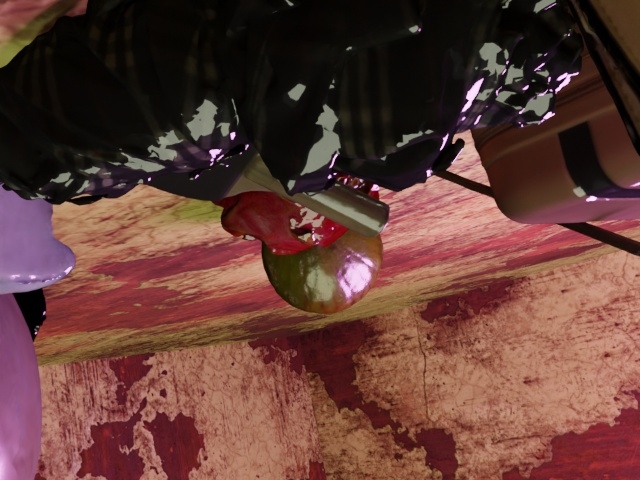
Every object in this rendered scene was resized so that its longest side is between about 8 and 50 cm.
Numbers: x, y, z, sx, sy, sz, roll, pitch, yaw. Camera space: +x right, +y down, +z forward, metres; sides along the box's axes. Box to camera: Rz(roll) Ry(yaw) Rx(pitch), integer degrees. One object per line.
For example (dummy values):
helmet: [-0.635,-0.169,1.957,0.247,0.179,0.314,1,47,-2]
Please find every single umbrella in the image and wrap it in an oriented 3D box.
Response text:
umbrella: [-0.049,-0.071,0.376,0.337,0.154,0.128,-21,-152,20]

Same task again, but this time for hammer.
hammer: [0.179,-0.039,0.720,0.058,0.029,0.292,-6,-156,-36]

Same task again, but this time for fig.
fig: [0.000,0.000,0.858,0.151,0.151,0.259,-11,165,-1]

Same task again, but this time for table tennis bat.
table tennis bat: [-0.063,-0.060,0.484,0.247,0.022,0.138,24,144,-19]

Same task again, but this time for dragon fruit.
dragon fruit: [-0.023,-0.054,0.606,0.136,0.133,0.166,36,142,-17]

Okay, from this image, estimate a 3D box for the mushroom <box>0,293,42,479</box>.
mushroom: [-0.367,0.118,0.475,0.295,0.362,0.362,-25,164,26]

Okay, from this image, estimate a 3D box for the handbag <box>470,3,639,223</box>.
handbag: [0.296,-0.112,0.576,0.302,0.149,0.283,-1,163,-36]

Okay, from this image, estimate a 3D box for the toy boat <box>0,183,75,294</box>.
toy boat: [-0.236,-0.034,0.446,0.079,0.134,0.208,-6,169,29]

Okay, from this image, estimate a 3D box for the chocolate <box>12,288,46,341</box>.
chocolate: [-0.355,0.052,0.841,0.156,0.156,0.133,-13,-172,10]

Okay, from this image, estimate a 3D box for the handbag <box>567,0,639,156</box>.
handbag: [0.320,-0.114,0.341,0.359,0.236,0.160,-7,145,-18]
